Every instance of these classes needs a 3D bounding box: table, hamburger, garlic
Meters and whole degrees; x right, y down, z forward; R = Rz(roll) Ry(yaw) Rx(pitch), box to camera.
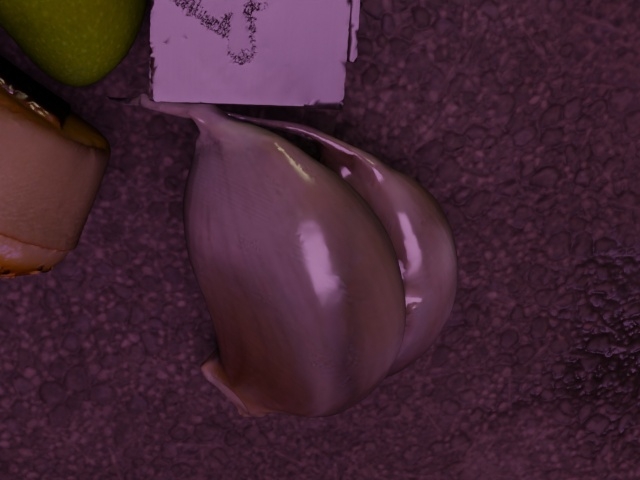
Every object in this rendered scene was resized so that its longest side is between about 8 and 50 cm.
[{"bbox_3d":[-0.050,-0.222,0.849,0.172,0.169,0.193,2,110,-7],"label":"table"},{"bbox_3d":[-0.315,-0.083,0.819,0.300,0.300,0.176,36,90,-17],"label":"hamburger"},{"bbox_3d":[0.000,0.000,0.917,0.231,0.245,0.340,-35,124,-31],"label":"garlic"}]

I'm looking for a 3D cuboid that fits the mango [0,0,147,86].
[{"bbox_3d":[-0.240,-0.282,0.813,0.192,0.156,0.343,-16,114,3],"label":"mango"}]
